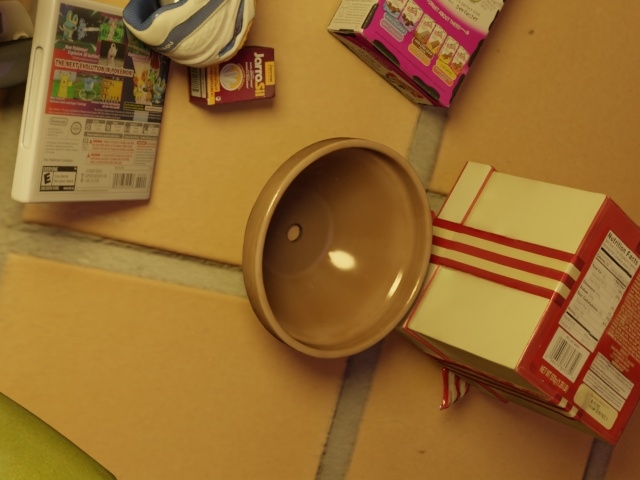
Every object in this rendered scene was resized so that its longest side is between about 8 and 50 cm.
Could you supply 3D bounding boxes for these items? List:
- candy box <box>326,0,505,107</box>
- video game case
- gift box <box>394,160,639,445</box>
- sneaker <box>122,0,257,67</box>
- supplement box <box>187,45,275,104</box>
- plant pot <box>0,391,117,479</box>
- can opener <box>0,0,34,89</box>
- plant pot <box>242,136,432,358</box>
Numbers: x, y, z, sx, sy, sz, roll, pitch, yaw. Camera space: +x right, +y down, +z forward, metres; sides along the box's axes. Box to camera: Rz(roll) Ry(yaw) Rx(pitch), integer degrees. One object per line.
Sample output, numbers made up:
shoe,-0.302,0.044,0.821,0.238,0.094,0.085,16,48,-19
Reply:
candy box,0.129,-0.290,1.342,0.159,0.071,0.233,35,81,-37
video game case,-0.206,-0.127,1.106,0.201,0.023,0.183,-6,107,-66
gift box,0.229,0.079,1.393,0.255,0.258,0.276,43,76,-36
sneaker,-0.109,-0.313,1.100,0.131,0.112,0.296,6,90,-61
supplement box,-0.092,-0.170,1.225,0.083,0.043,0.055,-12,107,-35
plant pot,-0.367,0.198,0.998,0.275,0.275,0.293,-45,109,-19
can opener,-0.355,-0.157,0.997,0.283,0.095,0.076,-14,109,-41
plant pot,0.000,0.000,1.296,0.237,0.110,0.237,-11,109,-34
